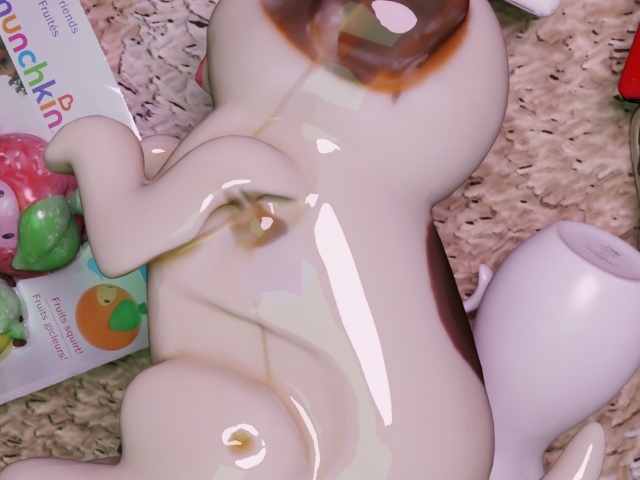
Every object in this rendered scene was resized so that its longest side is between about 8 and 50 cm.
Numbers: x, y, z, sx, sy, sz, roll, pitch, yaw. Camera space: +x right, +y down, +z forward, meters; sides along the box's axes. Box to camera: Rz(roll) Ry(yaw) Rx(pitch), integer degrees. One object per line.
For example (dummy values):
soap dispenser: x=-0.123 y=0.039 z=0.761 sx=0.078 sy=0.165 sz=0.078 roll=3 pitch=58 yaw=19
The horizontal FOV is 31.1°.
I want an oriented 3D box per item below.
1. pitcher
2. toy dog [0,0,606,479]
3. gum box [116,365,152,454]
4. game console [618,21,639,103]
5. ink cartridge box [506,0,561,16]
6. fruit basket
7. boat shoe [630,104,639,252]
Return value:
pitcher: x=0.148 y=0.078 z=0.885 sx=0.177 sy=0.125 sz=0.207 roll=36 pitch=118 yaw=21
toy dog: x=0.000 y=0.000 z=0.767 sx=0.395 sy=0.284 sz=0.408 roll=9 pitch=87 yaw=24
gum box: x=-0.070 y=0.134 z=0.980 sx=0.157 sy=0.041 sz=0.184 roll=26 pitch=106 yaw=8
game console: x=0.297 y=-0.138 z=0.813 sx=0.124 sy=0.085 sz=0.144 roll=9 pitch=68 yaw=38
ink cartridge box: x=0.105 y=-0.339 z=0.765 sx=0.261 sy=0.066 sz=0.296 roll=26 pitch=111 yaw=4
fruit basket: x=-0.306 y=-0.016 z=0.938 sx=0.353 sy=0.165 sz=0.327 roll=-21 pitch=97 yaw=15
boat shoe: x=0.273 y=0.001 z=0.853 sx=0.080 sy=0.073 sz=0.224 roll=-9 pitch=99 yaw=17
